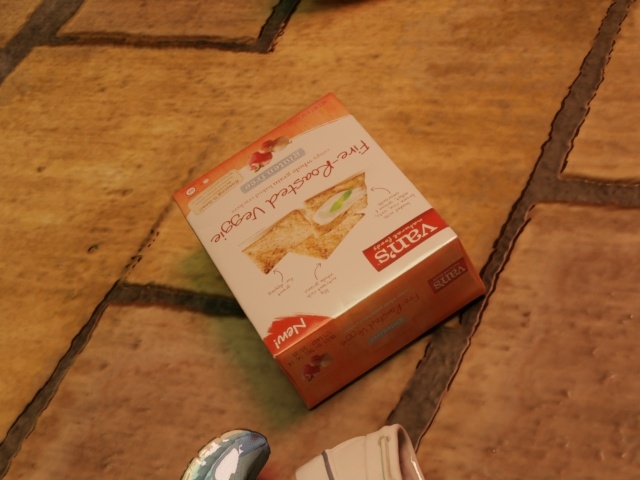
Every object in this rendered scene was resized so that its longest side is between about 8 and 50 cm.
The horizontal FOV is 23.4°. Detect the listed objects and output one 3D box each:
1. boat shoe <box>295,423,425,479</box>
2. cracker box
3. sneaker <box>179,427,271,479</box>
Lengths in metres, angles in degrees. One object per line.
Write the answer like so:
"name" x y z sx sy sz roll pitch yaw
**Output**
"boat shoe" 0.059 0.199 0.904 0.084 0.095 0.258 -33 41 3
"cracker box" 0.000 0.000 1.168 0.156 0.067 0.232 -34 40 -3
"sneaker" -0.065 0.201 1.020 0.073 0.063 0.162 14 59 19
